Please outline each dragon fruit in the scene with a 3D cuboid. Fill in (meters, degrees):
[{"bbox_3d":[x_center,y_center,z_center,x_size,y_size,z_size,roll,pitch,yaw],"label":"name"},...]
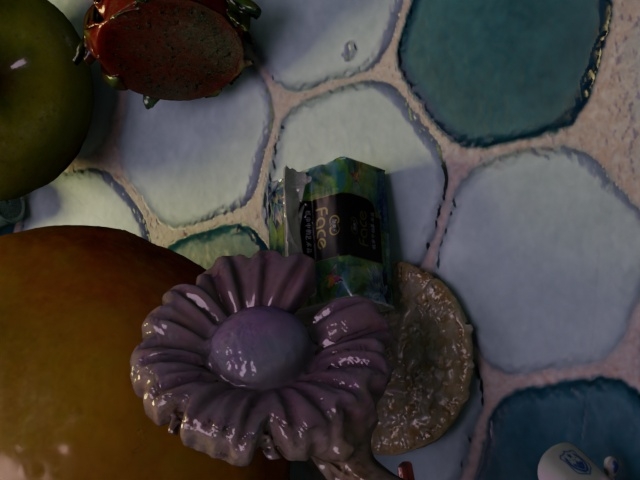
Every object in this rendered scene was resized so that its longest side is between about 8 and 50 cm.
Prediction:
[{"bbox_3d":[-0.134,-0.179,1.243,0.175,0.142,0.138,-122,20,-44],"label":"dragon fruit"}]

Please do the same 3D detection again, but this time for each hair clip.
[{"bbox_3d":[0.004,0.126,1.029,0.300,0.173,0.069,46,147,16],"label":"hair clip"}]

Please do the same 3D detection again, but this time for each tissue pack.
[{"bbox_3d":[0.000,0.001,1.156,0.085,0.079,0.111,-17,67,39],"label":"tissue pack"}]

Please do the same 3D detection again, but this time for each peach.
[{"bbox_3d":[-0.189,0.170,1.174,0.373,0.290,0.372,-2,64,5],"label":"peach"}]

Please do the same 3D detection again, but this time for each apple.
[{"bbox_3d":[-0.293,-0.129,1.326,0.157,0.196,0.196,-22,77,60],"label":"apple"}]

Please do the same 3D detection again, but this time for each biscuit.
[{"bbox_3d":[0.054,0.089,1.165,0.152,0.020,0.152,-3,85,39],"label":"biscuit"}]

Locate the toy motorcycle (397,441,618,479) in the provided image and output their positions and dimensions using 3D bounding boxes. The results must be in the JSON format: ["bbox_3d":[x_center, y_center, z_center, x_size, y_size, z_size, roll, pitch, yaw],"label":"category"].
[{"bbox_3d":[0.139,0.215,1.058,0.221,0.102,0.150,-8,95,38],"label":"toy motorcycle"}]

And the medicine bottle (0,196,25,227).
[{"bbox_3d":[-0.363,-0.003,1.462,0.208,0.054,0.090,-22,78,35],"label":"medicine bottle"}]
